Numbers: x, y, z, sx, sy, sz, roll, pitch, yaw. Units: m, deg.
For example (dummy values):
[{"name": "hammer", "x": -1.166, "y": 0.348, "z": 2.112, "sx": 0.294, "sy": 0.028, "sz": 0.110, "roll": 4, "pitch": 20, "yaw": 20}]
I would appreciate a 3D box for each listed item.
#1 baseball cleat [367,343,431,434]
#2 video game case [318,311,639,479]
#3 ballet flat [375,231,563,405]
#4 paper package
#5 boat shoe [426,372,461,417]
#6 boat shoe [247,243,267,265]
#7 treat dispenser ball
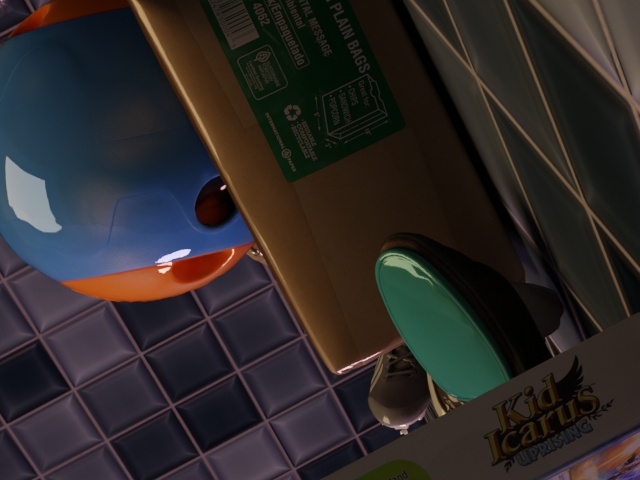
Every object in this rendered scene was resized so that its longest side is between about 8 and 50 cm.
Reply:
[{"name": "baseball cleat", "x": 0.083, "y": 0.114, "z": 2.090, "sx": 0.206, "sy": 0.072, "sz": 0.109, "roll": -81, "pitch": -20, "yaw": -60}, {"name": "video game case", "x": 0.095, "y": 0.159, "z": 1.140, "sx": 0.061, "sy": 0.244, "sz": 0.269, "roll": 63, "pitch": 178, "yaw": 22}, {"name": "ballet flat", "x": 0.135, "y": 0.096, "z": 1.318, "sx": 0.095, "sy": 0.096, "sz": 0.280, "roll": -12, "pitch": 114, "yaw": 51}, {"name": "paper package", "x": -0.006, "y": -0.093, "z": 1.470, "sx": 0.325, "sy": 0.168, "sz": 0.309, "roll": 63, "pitch": 177, "yaw": -12}, {"name": "boat shoe", "x": 0.121, "y": 0.072, "z": 1.871, "sx": 0.068, "sy": 0.081, "sz": 0.227, "roll": 103, "pitch": 151, "yaw": -51}, {"name": "boat shoe", "x": 0.000, "y": 0.000, "z": 1.938, "sx": 0.285, "sy": 0.089, "sz": 0.104, "roll": 35, "pitch": -142, "yaw": -65}, {"name": "treat dispenser ball", "x": -0.169, "y": -0.089, "z": 1.733, "sx": 0.288, "sy": 0.288, "sz": 0.288, "roll": 62, "pitch": 178, "yaw": 3}]
